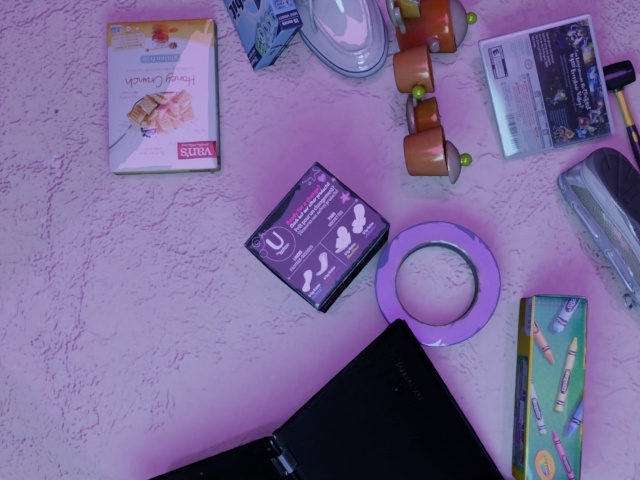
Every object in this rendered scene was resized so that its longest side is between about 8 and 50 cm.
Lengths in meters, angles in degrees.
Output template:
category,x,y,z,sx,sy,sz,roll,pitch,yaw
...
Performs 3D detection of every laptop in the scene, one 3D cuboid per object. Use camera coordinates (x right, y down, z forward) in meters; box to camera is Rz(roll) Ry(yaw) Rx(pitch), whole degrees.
category,x,y,z,sx,sy,sz,roll,pitch,yaw
laptop,0.018,0.387,1.702,0.408,0.236,0.382,-24,107,27

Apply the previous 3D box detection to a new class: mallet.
category,x,y,z,sx,sy,sz,roll,pitch,yaw
mallet,0.485,-0.187,1.783,0.062,0.039,0.189,-26,88,6

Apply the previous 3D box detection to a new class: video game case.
category,x,y,z,sx,sy,sz,roll,pitch,yaw
video game case,0.346,-0.234,1.765,0.173,0.022,0.190,-13,102,8

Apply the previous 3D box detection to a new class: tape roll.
category,x,y,z,sx,sy,sz,roll,pitch,yaw
tape roll,0.176,0.067,1.754,0.189,0.080,0.188,0,84,3

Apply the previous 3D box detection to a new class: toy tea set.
category,x,y,z,sx,sy,sz,roll,pitch,yaw
toy tea set,0.180,-0.246,1.722,0.124,0.200,0.336,-8,84,11

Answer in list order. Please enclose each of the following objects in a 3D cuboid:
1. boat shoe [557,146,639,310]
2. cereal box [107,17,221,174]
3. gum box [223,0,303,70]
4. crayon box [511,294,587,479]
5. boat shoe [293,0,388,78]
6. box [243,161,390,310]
category,x,y,z,sx,sy,sz,roll,pitch,yaw
boat shoe,0.473,0.015,1.738,0.118,0.103,0.320,-31,87,-39
cereal box,-0.246,-0.224,1.817,0.173,0.047,0.240,-3,85,3
gum box,-0.101,-0.375,1.767,0.041,0.157,0.184,-22,85,-23
crayon box,0.333,0.220,1.690,0.081,0.165,0.278,3,86,3
boat shoe,-0.004,-0.426,1.766,0.136,0.156,0.367,-24,84,1
box,0.000,0.000,1.685,0.142,0.247,0.163,40,88,4
